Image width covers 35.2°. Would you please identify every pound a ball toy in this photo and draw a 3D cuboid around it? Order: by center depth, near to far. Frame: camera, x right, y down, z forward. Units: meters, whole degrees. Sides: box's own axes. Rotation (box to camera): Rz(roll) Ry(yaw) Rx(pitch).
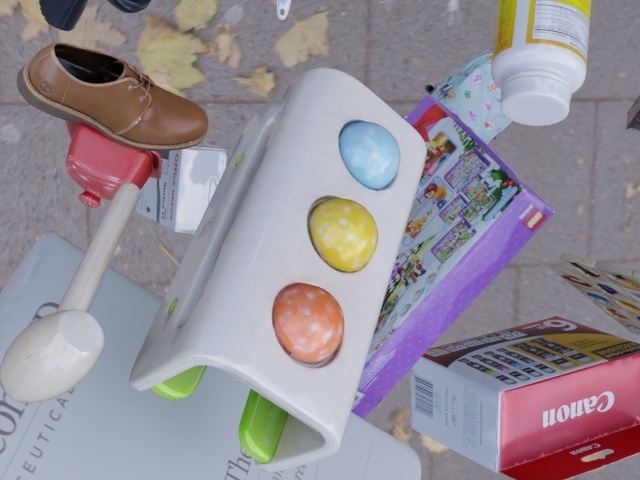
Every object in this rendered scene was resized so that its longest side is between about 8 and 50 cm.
[{"bbox_3d":[-0.048,0.006,0.701,0.208,0.136,0.319,38,49,-21],"label":"pound a ball toy"}]

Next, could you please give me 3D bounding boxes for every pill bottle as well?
[{"bbox_3d":[0.278,-0.258,1.268,0.117,0.117,0.215,16,69,-16],"label":"pill bottle"}]

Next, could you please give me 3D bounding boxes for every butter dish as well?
[{"bbox_3d":[-0.337,-0.106,1.563,0.160,0.160,0.118,23,75,-4],"label":"butter dish"}]

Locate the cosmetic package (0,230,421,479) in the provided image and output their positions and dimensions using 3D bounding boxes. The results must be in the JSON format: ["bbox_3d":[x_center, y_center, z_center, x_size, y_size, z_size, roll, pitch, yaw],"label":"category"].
[{"bbox_3d":[-0.179,0.281,0.839,0.394,0.329,0.327,33,128,-14],"label":"cosmetic package"}]

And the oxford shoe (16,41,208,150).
[{"bbox_3d":[-0.197,-0.148,1.041,0.212,0.076,0.076,14,56,-38],"label":"oxford shoe"}]

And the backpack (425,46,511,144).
[{"bbox_3d":[0.269,-0.233,1.672,0.152,0.115,0.182,40,118,-11],"label":"backpack"}]

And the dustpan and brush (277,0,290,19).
[{"bbox_3d":[-0.045,-0.460,1.600,0.147,0.060,0.211,10,111,1],"label":"dustpan and brush"}]

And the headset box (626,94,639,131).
[{"bbox_3d":[0.489,-0.185,1.476,0.062,0.083,0.032,10,69,0],"label":"headset box"}]

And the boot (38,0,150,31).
[{"bbox_3d":[-0.394,-0.429,1.736,0.094,0.207,0.246,-3,57,-45],"label":"boot"}]

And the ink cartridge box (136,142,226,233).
[{"bbox_3d":[-0.252,-0.104,1.798,0.087,0.208,0.153,1,100,-30],"label":"ink cartridge box"}]

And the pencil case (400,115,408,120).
[{"bbox_3d":[0.101,-0.075,1.439,0.095,0.098,0.209,-2,92,-36],"label":"pencil case"}]

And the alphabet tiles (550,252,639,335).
[{"bbox_3d":[0.478,0.110,1.352,0.342,0.285,0.011,34,80,-36],"label":"alphabet tiles"}]

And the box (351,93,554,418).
[{"bbox_3d":[0.072,0.017,1.019,0.057,0.201,0.293,30,107,-38],"label":"box"}]

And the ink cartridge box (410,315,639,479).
[{"bbox_3d":[0.336,0.229,1.500,0.309,0.272,0.130,-10,106,-31],"label":"ink cartridge box"}]
